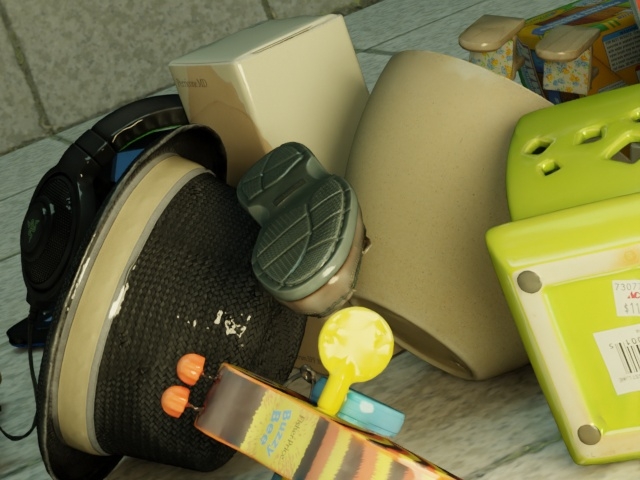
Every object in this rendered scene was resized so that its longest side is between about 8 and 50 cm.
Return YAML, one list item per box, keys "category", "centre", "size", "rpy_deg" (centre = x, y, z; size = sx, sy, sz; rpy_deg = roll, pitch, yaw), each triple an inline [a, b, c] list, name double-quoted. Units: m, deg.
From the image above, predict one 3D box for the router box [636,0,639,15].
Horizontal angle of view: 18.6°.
- category: "router box"
  centre: [0.383, -0.173, 1.762]
  size: [0.082, 0.301, 0.335]
  rpy_deg: [-12, 17, 26]

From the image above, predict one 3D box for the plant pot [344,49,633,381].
- category: "plant pot"
  centre: [0.125, 0.002, 1.616]
  size: [0.191, 0.284, 0.284]
  rpy_deg: [-56, 23, -11]

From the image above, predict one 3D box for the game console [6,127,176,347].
- category: "game console"
  centre: [-0.217, -0.008, 2.254]
  size: [0.293, 0.173, 0.250]
  rpy_deg: [-8, 18, 42]

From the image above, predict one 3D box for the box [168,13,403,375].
- category: "box"
  centre: [-0.011, -0.043, 1.793]
  size: [0.121, 0.311, 0.148]
  rpy_deg: [-27, 15, -25]

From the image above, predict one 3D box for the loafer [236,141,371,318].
- category: "loafer"
  centre: [0.000, 0.000, 1.519]
  size: [0.096, 0.084, 0.267]
  rpy_deg: [-37, 23, 6]

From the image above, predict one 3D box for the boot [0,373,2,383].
- category: "boot"
  centre: [-0.477, 0.200, 2.005]
  size: [0.295, 0.104, 0.211]
  rpy_deg: [-14, 9, 2]

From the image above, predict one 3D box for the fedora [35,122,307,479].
- category: "fedora"
  centre: [-0.107, 0.074, 1.662]
  size: [0.152, 0.334, 0.334]
  rpy_deg: [18, 27, 16]

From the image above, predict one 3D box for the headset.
- category: "headset"
  centre: [-0.208, 0.029, 1.881]
  size: [0.394, 0.243, 0.185]
  rpy_deg: [-47, 34, -6]

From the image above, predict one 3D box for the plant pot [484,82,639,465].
- category: "plant pot"
  centre: [0.251, 0.026, 1.367]
  size: [0.228, 0.227, 0.207]
  rpy_deg: [-13, 22, 26]

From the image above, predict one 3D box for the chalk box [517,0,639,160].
- category: "chalk box"
  centre: [0.325, -0.175, 2.115]
  size: [0.180, 0.179, 0.289]
  rpy_deg: [-22, 14, -10]

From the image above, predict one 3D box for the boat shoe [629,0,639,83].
- category: "boat shoe"
  centre: [0.356, -0.166, 1.935]
  size: [0.081, 0.227, 0.079]
  rpy_deg: [-14, 5, 28]

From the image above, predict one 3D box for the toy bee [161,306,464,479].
- category: "toy bee"
  centre: [-0.030, 0.147, 1.407]
  size: [0.298, 0.162, 0.195]
  rpy_deg: [-15, 56, 54]

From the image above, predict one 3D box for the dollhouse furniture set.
- category: "dollhouse furniture set"
  centre: [0.227, -0.074, 1.806]
  size: [0.242, 0.212, 0.161]
  rpy_deg: [9, 25, 21]
